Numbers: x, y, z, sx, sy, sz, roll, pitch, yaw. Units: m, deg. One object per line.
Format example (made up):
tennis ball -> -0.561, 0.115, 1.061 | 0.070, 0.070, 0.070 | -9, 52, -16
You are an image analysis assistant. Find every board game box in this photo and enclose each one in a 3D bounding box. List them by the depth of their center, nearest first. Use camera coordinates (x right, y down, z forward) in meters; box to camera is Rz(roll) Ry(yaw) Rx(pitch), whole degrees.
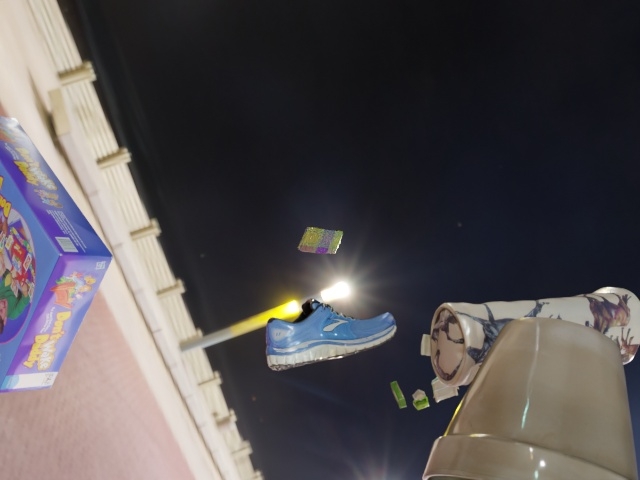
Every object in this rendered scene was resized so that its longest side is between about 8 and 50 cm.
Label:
board game box -> -0.443, 0.008, 1.114 | 0.347, 0.078, 0.233 | 46, -64, 33

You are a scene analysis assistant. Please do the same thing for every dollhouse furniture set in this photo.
dollhouse furniture set -> 0.250, 0.350, 1.877 | 0.058, 0.152, 0.076 | -113, -175, -52

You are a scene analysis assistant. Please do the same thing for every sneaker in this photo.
sneaker -> 0.027, 0.197, 1.805 | 0.130, 0.330, 0.147 | -32, -112, 61

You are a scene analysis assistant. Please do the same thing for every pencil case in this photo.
pencil case -> 0.412, 0.185, 1.539 | 0.183, 0.410, 0.159 | 131, -47, -71

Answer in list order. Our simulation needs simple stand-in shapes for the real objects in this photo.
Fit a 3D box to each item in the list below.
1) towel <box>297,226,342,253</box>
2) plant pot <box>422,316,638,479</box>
towel -> 0.000, 0.000, 1.595 | 0.009, 0.083, 0.060 | -115, -142, -49
plant pot -> 0.347, 0.284, 1.227 | 0.323, 0.323, 0.280 | 89, 18, -64
